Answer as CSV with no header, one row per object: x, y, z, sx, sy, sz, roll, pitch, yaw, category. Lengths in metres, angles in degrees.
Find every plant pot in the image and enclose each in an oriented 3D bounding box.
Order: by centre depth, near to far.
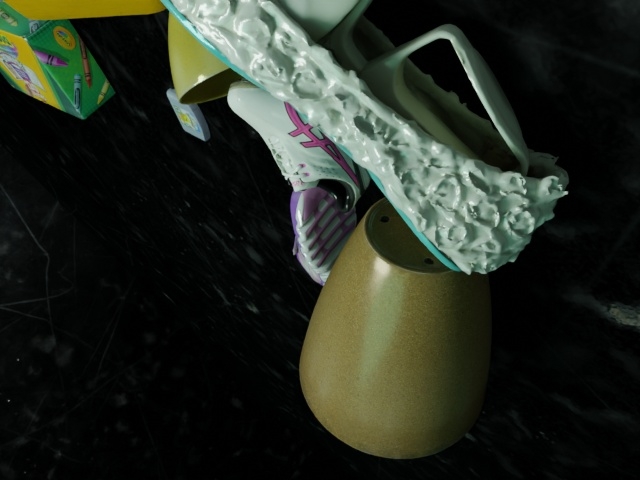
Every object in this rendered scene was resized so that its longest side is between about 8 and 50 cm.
-0.093,-0.202,0.592,0.134,0.134,0.095,-9,105,63,plant pot
0.095,0.076,0.694,0.237,0.237,0.254,31,141,26,plant pot

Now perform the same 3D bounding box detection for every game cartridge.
-0.196,-0.187,0.920,0.056,0.017,0.083,25,153,28,game cartridge

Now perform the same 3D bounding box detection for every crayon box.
-0.501,-0.329,1.073,0.278,0.081,0.165,26,154,35,crayon box

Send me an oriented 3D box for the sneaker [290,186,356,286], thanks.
0.000,0.000,0.852,0.104,0.095,0.236,34,159,39,sneaker

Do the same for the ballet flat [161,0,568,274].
0.041,-0.145,0.492,0.409,0.147,0.147,42,159,-9,ballet flat

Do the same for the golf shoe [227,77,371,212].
-0.017,-0.096,0.622,0.186,0.086,0.067,28,162,-32,golf shoe

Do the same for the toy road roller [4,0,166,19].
-0.283,-0.359,0.565,0.329,0.241,0.202,0,151,2,toy road roller
